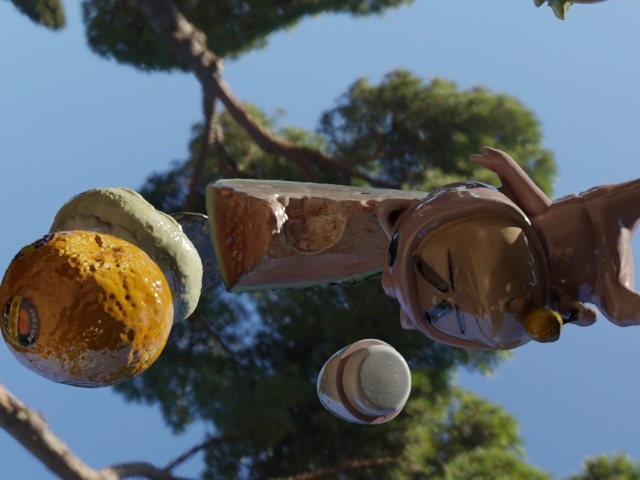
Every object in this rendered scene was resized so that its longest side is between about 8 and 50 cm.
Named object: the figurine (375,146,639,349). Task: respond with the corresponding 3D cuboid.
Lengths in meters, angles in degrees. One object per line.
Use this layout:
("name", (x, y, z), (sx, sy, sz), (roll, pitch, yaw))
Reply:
("figurine", (0.193, 0.013, 1.028), (0.288, 0.176, 0.186), (-1, -162, 8))

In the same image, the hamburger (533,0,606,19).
("hamburger", (0.265, -0.368, 1.168), (0.212, 0.274, 0.274), (29, -111, 27))

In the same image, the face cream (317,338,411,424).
("face cream", (0.045, 0.155, 1.246), (0.091, 0.091, 0.095), (-57, -164, -25))

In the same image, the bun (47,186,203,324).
("bun", (-0.273, 0.027, 1.659), (0.239, 0.239, 0.141), (-6, -146, 35))

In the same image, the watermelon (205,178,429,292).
("watermelon", (0.000, 0.000, 1.446), (0.319, 0.148, 0.226), (3, -177, 12))

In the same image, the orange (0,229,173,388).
("orange", (-0.239, 0.071, 1.167), (0.178, 0.155, 0.177), (7, -167, -2))

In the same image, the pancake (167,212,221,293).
("pancake", (-0.239, 0.032, 1.879), (0.199, 0.199, 0.021), (-37, -134, -1))
